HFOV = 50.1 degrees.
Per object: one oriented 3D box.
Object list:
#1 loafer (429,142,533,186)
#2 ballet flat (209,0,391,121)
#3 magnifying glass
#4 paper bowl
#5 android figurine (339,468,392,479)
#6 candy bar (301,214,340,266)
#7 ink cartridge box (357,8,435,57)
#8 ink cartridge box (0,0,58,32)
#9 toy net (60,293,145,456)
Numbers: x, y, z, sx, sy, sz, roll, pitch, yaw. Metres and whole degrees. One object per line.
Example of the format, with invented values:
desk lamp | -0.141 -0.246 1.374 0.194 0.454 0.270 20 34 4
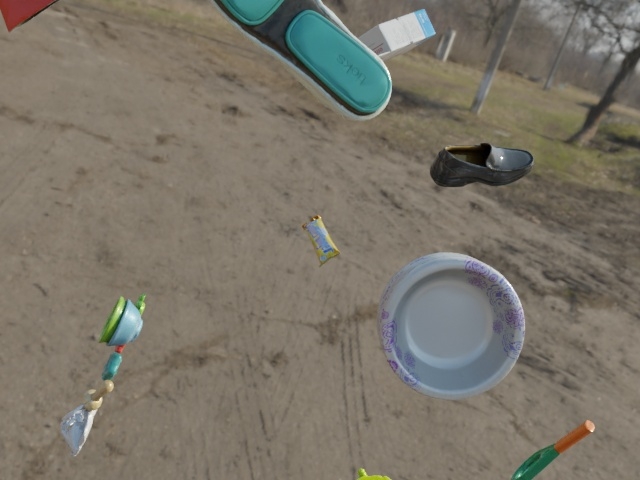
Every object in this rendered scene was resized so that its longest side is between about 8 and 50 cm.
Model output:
loafer | 0.256 -0.122 1.056 0.169 0.061 0.062 -9 56 -14
ballet flat | -0.063 -0.317 0.958 0.400 0.139 0.139 43 11 -21
magnifying glass | 0.469 0.434 1.390 0.026 0.231 0.092 44 38 15
paper bowl | 0.254 0.166 1.386 0.284 0.285 0.148 17 6 -5
android figurine | 0.137 0.686 1.644 0.248 0.056 0.273 -23 64 -23
candy bar | 0.000 0.000 1.126 0.018 0.040 0.161 52 6 -27
ink cartridge box | 0.135 -0.408 1.402 0.180 0.060 0.104 -30 7 -34
ink cartridge box | -0.103 -0.145 0.284 0.063 0.115 0.029 65 12 14
toy net | -0.308 0.181 0.946 0.045 0.232 0.122 26 3 -18
